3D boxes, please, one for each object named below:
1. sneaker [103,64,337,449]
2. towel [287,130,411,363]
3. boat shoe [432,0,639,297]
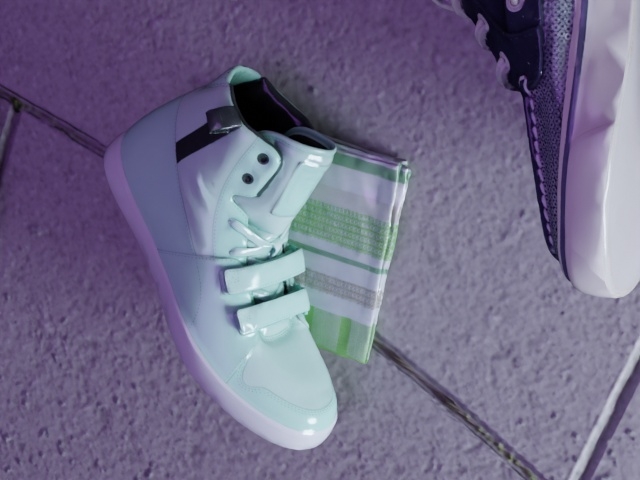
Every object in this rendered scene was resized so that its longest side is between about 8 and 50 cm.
[{"bbox_3d":[-0.035,0.009,1.131,0.151,0.094,0.256,-33,85,38],"label":"sneaker"},{"bbox_3d":[0.000,0.000,1.183,0.113,0.023,0.152,20,113,23],"label":"towel"},{"bbox_3d":[0.132,-0.141,1.031,0.158,0.127,0.341,7,98,32],"label":"boat shoe"}]
